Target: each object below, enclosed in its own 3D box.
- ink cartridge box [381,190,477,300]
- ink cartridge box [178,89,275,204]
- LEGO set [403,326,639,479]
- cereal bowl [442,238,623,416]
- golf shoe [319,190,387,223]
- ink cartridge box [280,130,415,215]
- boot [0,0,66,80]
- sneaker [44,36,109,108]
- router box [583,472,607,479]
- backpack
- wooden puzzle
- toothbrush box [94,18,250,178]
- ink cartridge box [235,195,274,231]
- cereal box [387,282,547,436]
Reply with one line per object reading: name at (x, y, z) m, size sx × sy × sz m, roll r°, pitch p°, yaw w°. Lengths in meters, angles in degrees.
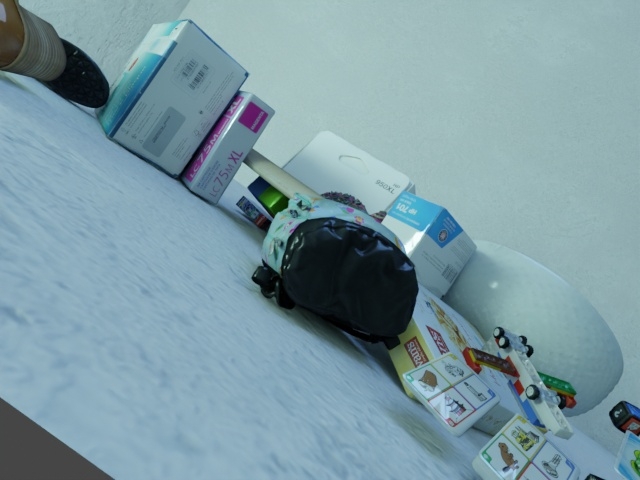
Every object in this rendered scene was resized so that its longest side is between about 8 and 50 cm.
ink cartridge box at (0.126, 0.047, 0.608) m, size 0.139 × 0.191 × 0.082 m, roll 34°, pitch 1°, yaw -45°
ink cartridge box at (-0.215, -0.201, 0.791) m, size 0.065 × 0.186 × 0.311 m, roll 32°, pitch 3°, yaw -36°
LEGO set at (0.185, 0.156, 0.337) m, size 0.244 × 0.060 × 0.182 m, roll -5°, pitch 39°, yaw -47°
cereal bowl at (0.296, 0.168, 0.709) m, size 0.339 × 0.141 × 0.339 m, roll 46°, pitch -16°, yaw 17°
golf shoe at (0.064, -0.028, 0.771) m, size 0.186 × 0.086 × 0.067 m, roll 30°, pitch 39°, yaw 26°
ink cartridge box at (0.088, -0.043, 1.062) m, size 0.285 × 0.166 × 0.395 m, roll 36°, pitch -16°, yaw 30°
boot at (-0.440, -0.317, 0.454) m, size 0.284 × 0.109 × 0.220 m, roll 60°, pitch 9°, yaw 2°
sneaker at (-0.472, -0.320, 0.724) m, size 0.234 × 0.084 × 0.097 m, roll 35°, pitch 0°, yaw -17°
router box at (0.286, 0.261, 0.325) m, size 0.178 × 0.046 × 0.133 m, roll 34°, pitch 3°, yaw -36°
backpack at (0.009, 0.017, 0.433) m, size 0.151 × 0.115 × 0.182 m, roll 32°, pitch 0°, yaw -20°
wooden puzzle at (0.000, 0.000, 0.769) m, size 0.322 × 0.080 × 0.348 m, roll 39°, pitch -6°, yaw 44°
toothbrush box at (-0.284, -0.267, 0.758) m, size 0.126 × 0.216 × 0.295 m, roll 35°, pitch 3°, yaw -37°
ink cartridge box at (-0.126, -0.046, 0.902) m, size 0.115 × 0.029 × 0.063 m, roll 43°, pitch 3°, yaw 15°
cereal box at (0.152, 0.131, 0.491) m, size 0.240 × 0.047 × 0.173 m, roll 35°, pitch 21°, yaw -35°
